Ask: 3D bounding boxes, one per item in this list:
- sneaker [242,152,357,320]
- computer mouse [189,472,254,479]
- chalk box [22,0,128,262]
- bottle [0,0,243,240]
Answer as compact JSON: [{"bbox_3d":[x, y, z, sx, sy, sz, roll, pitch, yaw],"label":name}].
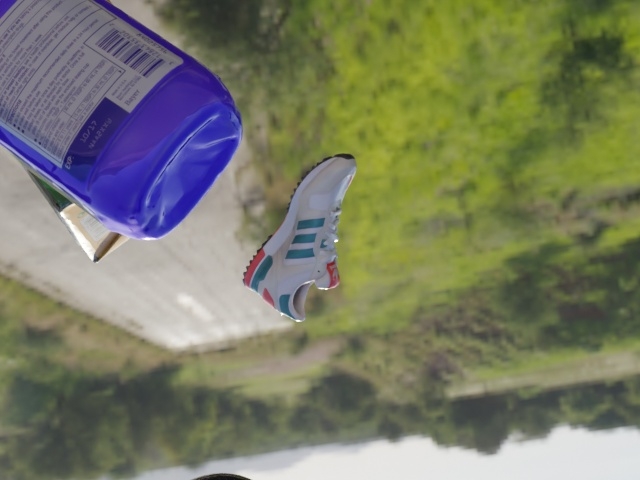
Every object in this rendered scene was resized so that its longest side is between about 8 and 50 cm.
[{"bbox_3d":[0.000,0.000,1.214,0.161,0.075,0.057,-56,159,21],"label":"sneaker"},{"bbox_3d":[-0.184,0.339,1.516,0.272,0.072,0.188,-40,166,0],"label":"computer mouse"},{"bbox_3d":[-0.270,-0.157,1.495,0.179,0.289,0.180,-36,162,-8],"label":"chalk box"},{"bbox_3d":[-0.186,-0.115,0.888,0.283,0.118,0.092,34,169,21],"label":"bottle"}]
